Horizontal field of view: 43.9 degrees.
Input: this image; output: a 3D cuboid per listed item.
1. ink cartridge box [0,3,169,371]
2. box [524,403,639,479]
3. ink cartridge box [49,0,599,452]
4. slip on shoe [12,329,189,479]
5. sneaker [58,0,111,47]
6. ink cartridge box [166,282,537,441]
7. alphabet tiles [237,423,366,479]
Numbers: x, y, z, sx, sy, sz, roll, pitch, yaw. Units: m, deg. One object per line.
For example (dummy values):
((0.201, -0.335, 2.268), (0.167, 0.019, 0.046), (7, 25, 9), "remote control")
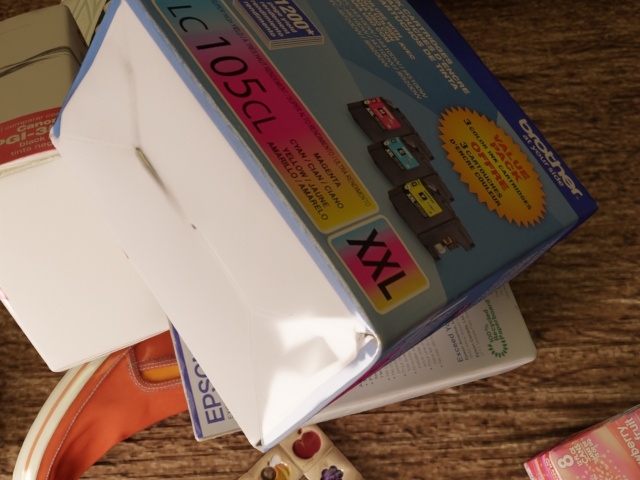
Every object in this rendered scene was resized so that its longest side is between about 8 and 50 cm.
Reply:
((-0.237, -0.060, 0.721), (0.117, 0.207, 0.283), (-21, 41, -3), "ink cartridge box")
((0.288, 0.270, 0.648), (0.123, 0.128, 0.256), (-24, 70, -4), "box")
((0.040, -0.060, 0.622), (0.395, 0.151, 0.270), (-23, 73, -50), "ink cartridge box")
((-0.152, 0.125, 0.753), (0.101, 0.123, 0.331), (41, 74, 13), "slip on shoe")
((-0.241, -0.278, 0.916), (0.118, 0.110, 0.292), (8, 70, 17), "sneaker")
((0.000, 0.000, 0.749), (0.330, 0.071, 0.324), (-9, 68, -21), "ink cartridge box")
((-0.034, 0.314, 0.726), (0.237, 0.009, 0.198), (-41, 72, -9), "alphabet tiles")
